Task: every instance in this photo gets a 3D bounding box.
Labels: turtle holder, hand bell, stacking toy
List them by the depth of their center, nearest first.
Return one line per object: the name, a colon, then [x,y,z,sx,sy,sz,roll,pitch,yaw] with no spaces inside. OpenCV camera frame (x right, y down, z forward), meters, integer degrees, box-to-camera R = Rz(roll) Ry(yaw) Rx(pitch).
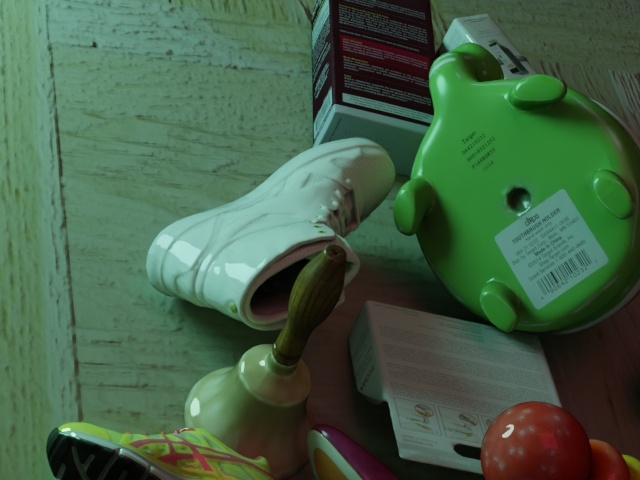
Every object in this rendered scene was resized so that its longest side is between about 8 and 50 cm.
stacking toy: [0.254,0.241,1.327,0.330,0.141,0.141,35,38,-29]
hand bell: [-0.024,0.090,1.352,0.126,0.242,0.126,13,45,-14]
turtle holder: [0.206,-0.045,1.610,0.320,0.243,0.227,30,9,28]

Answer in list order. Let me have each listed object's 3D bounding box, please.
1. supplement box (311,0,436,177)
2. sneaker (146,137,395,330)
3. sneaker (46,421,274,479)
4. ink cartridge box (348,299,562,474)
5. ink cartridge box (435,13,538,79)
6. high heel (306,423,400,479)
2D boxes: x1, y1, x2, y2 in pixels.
supplement box: [0.060,-0.188,1.774,0.130,0.073,0.239,13,46,-14]
sneaker: [0.000,0.000,1.504,0.292,0.108,0.169,-30,35,-32]
sneaker: [-0.130,0.194,1.334,0.208,0.081,0.094,23,36,-13]
ink cartridge box: [0.132,0.157,1.463,0.189,0.066,0.232,13,36,-15]
ink cartridge box: [0.191,-0.177,1.805,0.056,0.099,0.135,-14,58,-35]
high heel: [0.096,0.238,1.377,0.117,0.082,0.244,-33,72,-34]
